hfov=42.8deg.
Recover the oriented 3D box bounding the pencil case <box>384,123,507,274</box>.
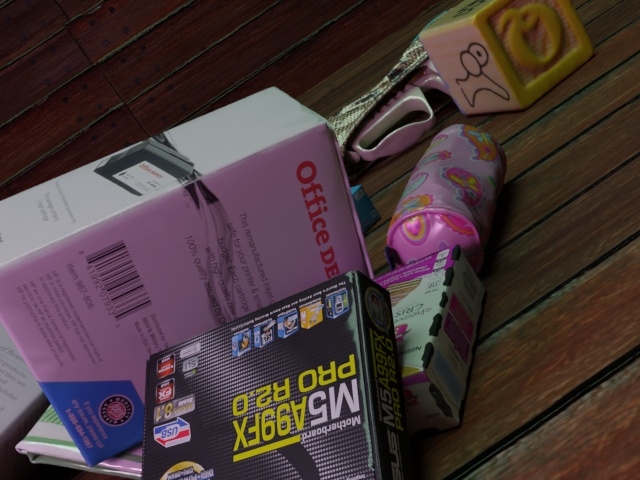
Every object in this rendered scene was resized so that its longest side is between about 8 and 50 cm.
[{"bbox_3d":[0.168,-0.047,1.048,0.124,0.124,0.284,-24,20,29],"label":"pencil case"}]

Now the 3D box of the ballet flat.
[{"bbox_3d":[0.190,-0.283,1.654,0.483,0.164,0.182,-42,39,-8],"label":"ballet flat"}]

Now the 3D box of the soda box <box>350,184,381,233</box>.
[{"bbox_3d":[0.000,0.000,1.307,0.210,0.067,0.071,-43,19,-31],"label":"soda box"}]

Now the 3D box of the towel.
[{"bbox_3d":[-0.218,0.169,1.078,0.248,0.038,0.325,1,39,23],"label":"towel"}]

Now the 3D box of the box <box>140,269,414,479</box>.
[{"bbox_3d":[-0.050,0.172,0.747,0.270,0.060,0.216,-24,52,29],"label":"box"}]

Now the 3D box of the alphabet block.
[{"bbox_3d":[0.332,-0.355,1.475,0.193,0.192,0.197,-40,18,-13],"label":"alphabet block"}]

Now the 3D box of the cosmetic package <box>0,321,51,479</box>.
[{"bbox_3d":[-0.454,0.224,1.198,0.453,0.161,0.230,-51,-11,-48],"label":"cosmetic package"}]

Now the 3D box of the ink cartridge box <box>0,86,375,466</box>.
[{"bbox_3d":[-0.157,0.034,0.960,0.395,0.285,0.166,-26,35,-14],"label":"ink cartridge box"}]

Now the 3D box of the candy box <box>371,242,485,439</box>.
[{"bbox_3d":[0.075,0.111,0.848,0.159,0.071,0.233,-25,19,28],"label":"candy box"}]
